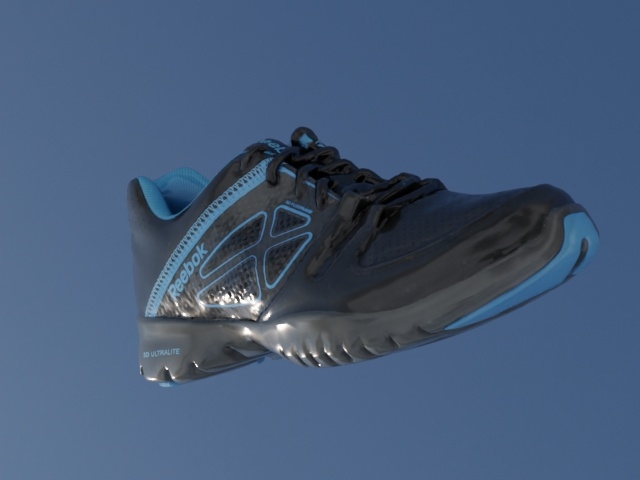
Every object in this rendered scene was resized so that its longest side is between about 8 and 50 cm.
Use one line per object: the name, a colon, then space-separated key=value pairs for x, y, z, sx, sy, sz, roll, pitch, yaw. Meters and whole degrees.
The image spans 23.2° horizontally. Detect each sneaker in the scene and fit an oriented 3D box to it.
sneaker: x=0.000 y=0.000 z=0.900 sx=0.341 sy=0.125 sz=0.139 roll=-12 pitch=-90 yaw=41
